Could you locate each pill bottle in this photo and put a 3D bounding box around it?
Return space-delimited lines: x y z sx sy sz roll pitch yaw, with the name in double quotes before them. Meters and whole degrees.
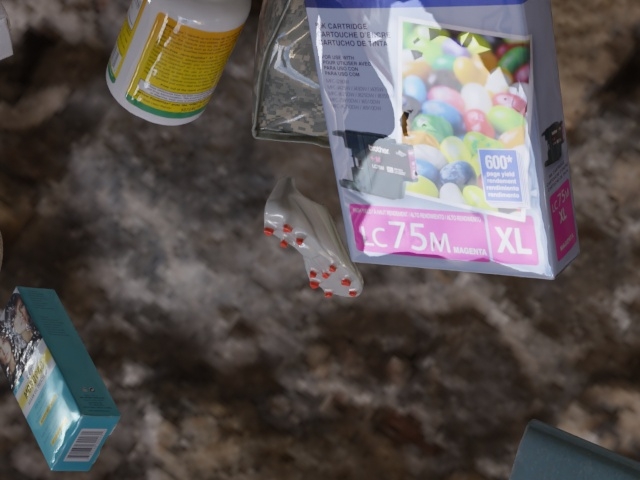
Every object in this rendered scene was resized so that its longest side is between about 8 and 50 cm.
"pill bottle" -0.141 -0.230 1.614 0.117 0.117 0.208 34 131 5

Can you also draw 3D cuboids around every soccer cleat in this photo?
"soccer cleat" 0.000 0.000 1.825 0.068 0.076 0.196 -4 145 32

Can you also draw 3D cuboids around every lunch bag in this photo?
"lunch bag" 0.026 -0.276 1.657 0.169 0.235 0.287 9 136 -3

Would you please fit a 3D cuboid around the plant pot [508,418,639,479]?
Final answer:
"plant pot" 0.286 0.317 1.302 0.252 0.247 0.248 14 171 27

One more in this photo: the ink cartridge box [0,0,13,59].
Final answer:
"ink cartridge box" -0.524 -0.281 1.931 0.171 0.233 0.168 63 169 5

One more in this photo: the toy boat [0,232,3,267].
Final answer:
"toy boat" -0.456 0.061 1.441 0.267 0.318 0.148 1 -133 -39

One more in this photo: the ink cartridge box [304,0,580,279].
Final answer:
"ink cartridge box" 0.088 -0.125 1.180 0.186 0.065 0.311 5 116 31

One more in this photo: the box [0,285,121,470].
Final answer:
"box" -0.345 0.175 1.988 0.060 0.100 0.244 8 -146 -41
